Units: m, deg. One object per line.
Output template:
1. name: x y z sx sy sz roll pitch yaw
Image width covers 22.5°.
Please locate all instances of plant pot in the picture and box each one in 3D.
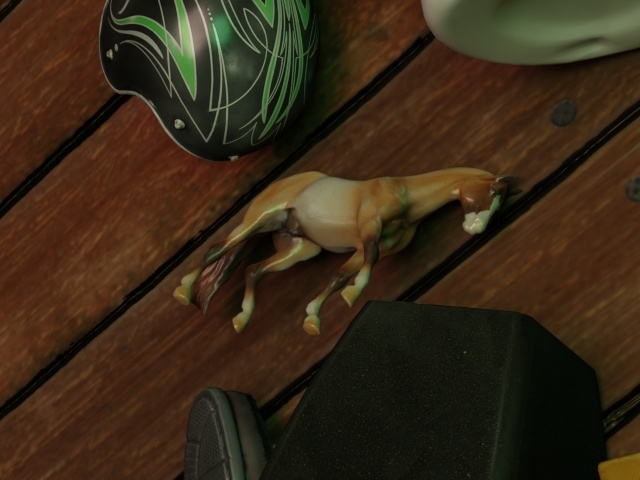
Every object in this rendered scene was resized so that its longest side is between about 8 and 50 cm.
1. plant pot: 0.091 0.141 1.089 0.188 0.187 0.167 2 69 34

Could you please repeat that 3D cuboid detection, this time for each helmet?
1. helmet: -0.079 -0.154 1.268 0.161 0.169 0.169 34 100 39

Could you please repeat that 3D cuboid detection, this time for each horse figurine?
1. horse figurine: 0.000 0.000 1.212 0.263 0.066 0.174 -4 38 44

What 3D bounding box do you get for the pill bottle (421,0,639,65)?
1. pill bottle: 0.154 -0.340 1.107 0.224 0.224 0.392 -17 71 30

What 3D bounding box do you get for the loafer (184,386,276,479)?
1. loafer: -0.036 0.257 1.212 0.109 0.095 0.302 -46 48 54

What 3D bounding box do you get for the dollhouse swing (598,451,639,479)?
1. dollhouse swing: 0.376 0.244 0.886 0.305 0.315 0.346 -14 81 -10
